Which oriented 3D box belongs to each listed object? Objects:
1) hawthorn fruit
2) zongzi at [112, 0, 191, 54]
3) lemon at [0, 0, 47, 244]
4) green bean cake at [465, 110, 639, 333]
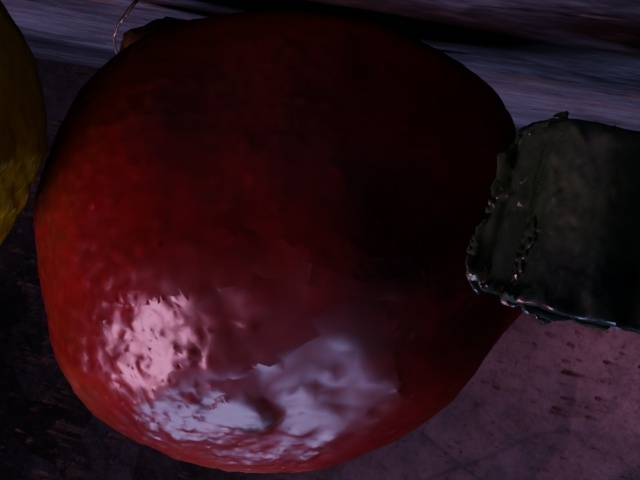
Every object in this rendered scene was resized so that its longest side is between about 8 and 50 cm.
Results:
[{"bbox_3d":[0.000,0.000,0.786,0.307,0.265,0.265,-6,-179,11],"label":"hawthorn fruit"},{"bbox_3d":[-0.029,-0.111,0.928,0.187,0.084,0.184,12,168,-37],"label":"zongzi"},{"bbox_3d":[-0.254,-0.065,0.716,0.260,0.204,0.204,17,-173,30],"label":"lemon"},{"bbox_3d":[0.172,0.001,0.687,0.208,0.107,0.193,9,-178,-9],"label":"green bean cake"}]
